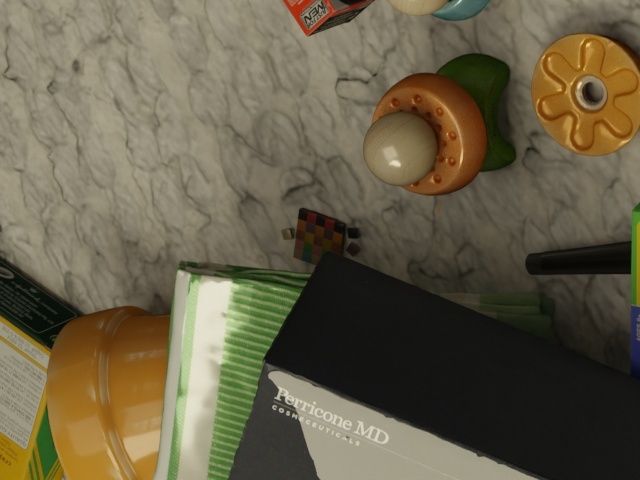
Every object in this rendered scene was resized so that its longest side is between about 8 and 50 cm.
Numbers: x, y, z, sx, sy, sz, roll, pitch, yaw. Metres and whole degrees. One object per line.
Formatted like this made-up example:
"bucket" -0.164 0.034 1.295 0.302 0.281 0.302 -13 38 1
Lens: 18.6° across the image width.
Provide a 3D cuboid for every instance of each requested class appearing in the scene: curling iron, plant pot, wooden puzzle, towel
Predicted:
"curling iron" 0.288 -0.002 1.569 0.274 0.035 0.068 -13 94 36
"plant pot" -0.120 0.149 1.814 0.188 0.205 0.205 -15 97 21
"wooden puzzle" 0.000 0.000 1.785 0.083 0.006 0.049 20 116 28
"towel" 0.025 0.141 1.696 0.325 0.038 0.248 6 114 -3

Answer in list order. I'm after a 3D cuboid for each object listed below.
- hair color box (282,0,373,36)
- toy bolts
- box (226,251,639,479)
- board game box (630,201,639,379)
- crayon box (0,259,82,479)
"hair color box" -0.019 -0.249 1.674 0.043 0.072 0.141 -37 84 38
"toy bolts" 0.130 -0.148 1.549 0.218 0.158 0.228 0 106 35
"box" 0.095 0.231 1.561 0.343 0.179 0.312 23 124 5
"board game box" 0.349 0.129 1.537 0.213 0.046 0.317 10 118 29
"crayon box" -0.360 0.183 2.048 0.203 0.083 0.323 33 121 22
